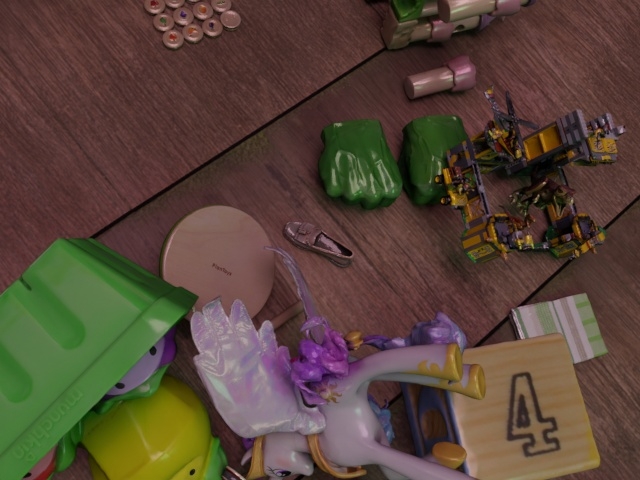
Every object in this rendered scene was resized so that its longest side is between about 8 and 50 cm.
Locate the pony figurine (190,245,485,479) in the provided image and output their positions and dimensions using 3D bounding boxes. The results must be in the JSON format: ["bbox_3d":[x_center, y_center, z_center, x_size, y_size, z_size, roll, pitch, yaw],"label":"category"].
[{"bbox_3d":[0.016,0.191,0.935,0.363,0.303,0.351,-6,104,26],"label":"pony figurine"}]

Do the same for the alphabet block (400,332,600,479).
[{"bbox_3d":[0.251,0.257,1.069,0.197,0.192,0.193,-7,75,-15],"label":"alphabet block"}]

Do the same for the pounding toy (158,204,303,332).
[{"bbox_3d":[-0.159,0.062,1.108,0.183,0.110,0.237,-42,111,-28],"label":"pounding toy"}]

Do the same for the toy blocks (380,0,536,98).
[{"bbox_3d":[0.248,-0.456,1.262,0.260,0.288,0.309,-18,73,-13],"label":"toy blocks"}]

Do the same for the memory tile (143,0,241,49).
[{"bbox_3d":[-0.224,-0.399,1.283,0.148,0.012,0.113,-24,78,-19],"label":"memory tile"}]

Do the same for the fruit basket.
[{"bbox_3d":[-0.269,0.222,0.906,0.392,0.283,0.392,0,90,-5],"label":"fruit basket"}]

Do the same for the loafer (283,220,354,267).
[{"bbox_3d":[0.000,0.000,1.181,0.125,0.039,0.045,28,69,-2],"label":"loafer"}]

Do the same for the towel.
[{"bbox_3d":[0.398,0.155,1.227,0.152,0.023,0.113,-10,76,-17],"label":"towel"}]

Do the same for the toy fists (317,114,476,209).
[{"bbox_3d":[0.132,-0.122,1.222,0.279,0.096,0.142,-5,67,-16],"label":"toy fists"}]

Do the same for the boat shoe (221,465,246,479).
[{"bbox_3d":[-0.108,0.359,0.997,0.043,0.137,0.049,-39,43,-24],"label":"boat shoe"}]

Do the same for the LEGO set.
[{"bbox_3d":[0.366,-0.093,1.156,0.331,0.192,0.255,7,68,-34],"label":"LEGO set"}]
